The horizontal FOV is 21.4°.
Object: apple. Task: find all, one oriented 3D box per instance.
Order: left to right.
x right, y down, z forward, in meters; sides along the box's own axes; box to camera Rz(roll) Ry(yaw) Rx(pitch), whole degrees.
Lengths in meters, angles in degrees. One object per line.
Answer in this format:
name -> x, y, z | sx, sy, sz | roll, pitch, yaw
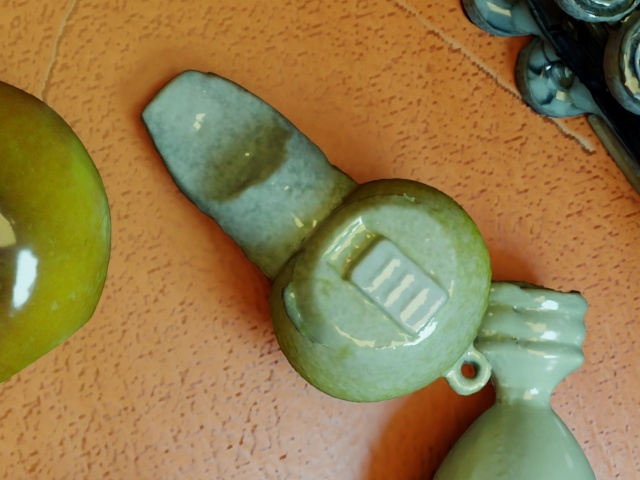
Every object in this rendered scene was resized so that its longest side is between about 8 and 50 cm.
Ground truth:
apple -> -0.177, 0.000, 0.780 | 0.163, 0.147, 0.146 | -32, 101, -10

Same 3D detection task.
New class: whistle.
whistle -> 0.000, 0.000, 0.869 | 0.223, 0.123, 0.123 | 42, 82, 6

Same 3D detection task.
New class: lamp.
lamp -> 0.107, 0.119, 0.902 | 0.106, 0.106, 0.193 | 9, 83, -17

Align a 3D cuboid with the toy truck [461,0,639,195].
toy truck -> 0.235, -0.084, 0.902 | 0.184, 0.133, 0.338 | -40, 103, -10
